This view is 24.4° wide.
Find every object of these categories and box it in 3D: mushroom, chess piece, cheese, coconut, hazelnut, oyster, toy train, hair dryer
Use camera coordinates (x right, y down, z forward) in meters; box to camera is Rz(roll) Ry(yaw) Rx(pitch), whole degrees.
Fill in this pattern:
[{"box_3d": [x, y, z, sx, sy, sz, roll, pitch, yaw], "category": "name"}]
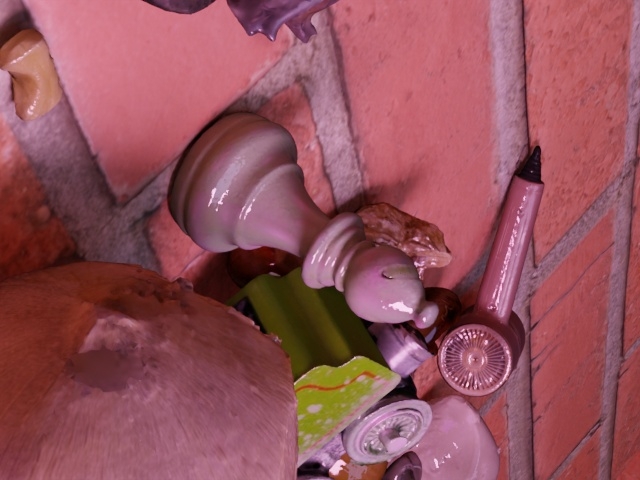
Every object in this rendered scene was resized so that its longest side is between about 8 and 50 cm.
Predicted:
[{"box_3d": [0.123, 0.116, 1.929, 0.135, 0.080, 0.170, -36, 168, -6], "category": "mushroom"}, {"box_3d": [0.000, 0.000, 1.360, 0.139, 0.272, 0.139, -41, 151, -29], "category": "chess piece"}, {"box_3d": [0.182, 0.340, 2.212, 0.198, 0.154, 0.189, -52, 159, -6], "category": "cheese"}, {"box_3d": [-0.179, 0.190, 1.210, 0.346, 0.346, 0.360, -32, 154, -38], "category": "coconut"}, {"box_3d": [-0.221, -0.124, 1.114, 0.044, 0.030, 0.083, -51, 160, -21], "category": "cheese"}, {"box_3d": [-0.055, 0.022, 1.527, 0.086, 0.086, 0.086, -40, 150, -28], "category": "hazelnut"}, {"box_3d": [0.028, 0.029, 1.665, 0.233, 0.107, 0.161, -23, 149, -18], "category": "oyster"}, {"box_3d": [-0.043, 0.169, 1.519, 0.307, 0.173, 0.249, -41, 141, 14], "category": "toy train"}, {"box_3d": [0.259, 0.035, 2.037, 0.189, 0.107, 0.344, -29, 136, -73], "category": "hair dryer"}]

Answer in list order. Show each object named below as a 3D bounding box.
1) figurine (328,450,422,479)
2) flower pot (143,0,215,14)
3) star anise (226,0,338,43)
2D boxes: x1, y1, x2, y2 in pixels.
[{"box_3d": [-0.007, 0.267, 1.787, 0.285, 0.167, 0.342, -55, 154, 3], "category": "figurine"}, {"box_3d": [-0.114, -0.238, 1.075, 0.157, 0.107, 0.157, -42, 153, -27], "category": "flower pot"}, {"box_3d": [0.014, -0.297, 1.215, 0.316, 0.139, 0.359, -50, 169, -10], "category": "star anise"}]
